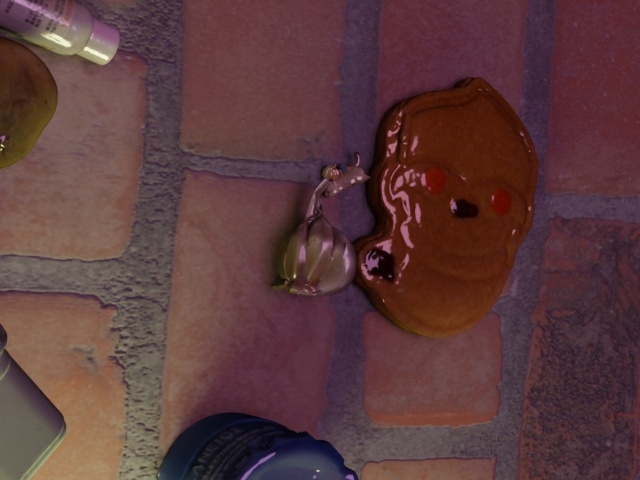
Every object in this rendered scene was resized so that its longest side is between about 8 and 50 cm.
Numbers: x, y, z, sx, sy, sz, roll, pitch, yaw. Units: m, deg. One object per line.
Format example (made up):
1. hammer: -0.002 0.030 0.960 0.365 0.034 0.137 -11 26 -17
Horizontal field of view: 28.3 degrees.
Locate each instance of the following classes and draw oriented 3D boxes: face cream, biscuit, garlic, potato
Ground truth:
1. face cream: -0.399 -0.316 1.729 0.269 0.082 0.082 24 79 -32
2. biscuit: 0.225 -0.058 2.167 0.350 0.078 0.455 19 81 -37
3. garlic: 0.000 0.000 1.991 0.127 0.131 0.194 10 79 -15
4. face cream: -0.089 0.391 1.879 0.249 0.225 0.248 -1 92 -35
5. potato: -0.485 -0.182 1.627 0.296 0.141 0.191 10 120 -31

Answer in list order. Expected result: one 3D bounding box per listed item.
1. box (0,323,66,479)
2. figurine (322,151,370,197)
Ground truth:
1. box: -0.459 0.196 1.584 0.175 0.312 0.182 -51 125 -20
2. figurine: 0.035 -0.106 2.052 0.083 0.047 0.050 -25 91 -23
